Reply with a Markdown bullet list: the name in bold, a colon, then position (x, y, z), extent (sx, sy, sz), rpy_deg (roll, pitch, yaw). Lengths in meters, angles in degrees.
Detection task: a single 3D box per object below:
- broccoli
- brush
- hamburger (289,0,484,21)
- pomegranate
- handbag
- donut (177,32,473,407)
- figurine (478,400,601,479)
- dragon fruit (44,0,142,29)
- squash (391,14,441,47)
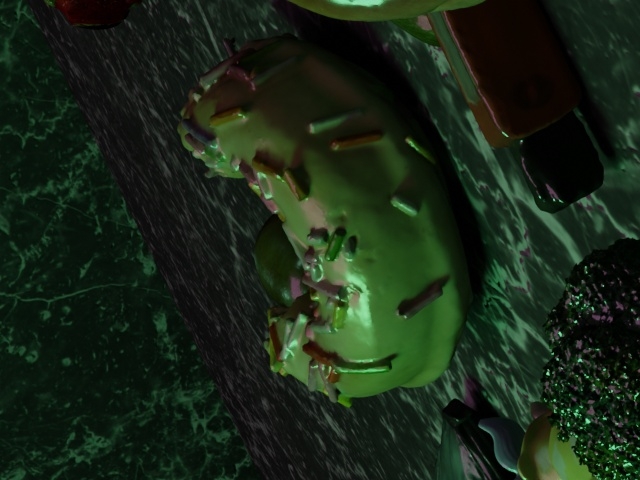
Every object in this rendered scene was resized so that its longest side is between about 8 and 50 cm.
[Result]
- **broccoli**: position (0.223, 0.077, 0.962), extent (0.195, 0.195, 0.156), rpy_deg (58, -163, 8)
- **brush**: position (0.102, -0.169, 1.079), extent (0.323, 0.070, 0.051), rpy_deg (64, 165, -6)
- **hamburger**: position (0.026, -0.241, 0.853), extent (0.286, 0.146, 0.243), rpy_deg (15, 119, 27)
- **pomegranate**: position (0.000, 0.000, 1.729), extent (0.152, 0.131, 0.191), rpy_deg (43, 142, 47)
- **handbag**: position (0.187, 0.298, 1.777), extent (0.192, 0.075, 0.332), rpy_deg (59, 171, 22)
- **donut**: position (0.006, -0.009, 1.501), extent (0.307, 0.150, 0.371), rpy_deg (9, 123, 58)
- **figurine**: position (0.207, 0.148, 1.128), extent (0.183, 0.208, 0.128), rpy_deg (15, -122, -57)
- **dragon fruit**: position (-0.278, -0.355, 1.920), extent (0.160, 0.166, 0.172), rpy_deg (18, -117, -49)
- **squash**: position (0.047, -0.209, 1.193), extent (0.239, 0.069, 0.069), rpy_deg (44, 159, 46)
